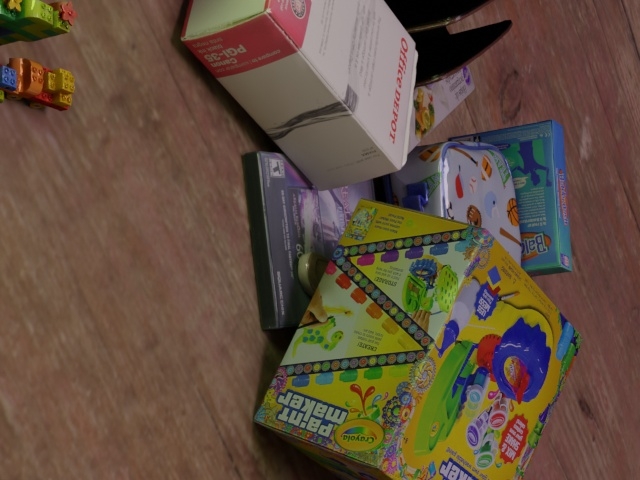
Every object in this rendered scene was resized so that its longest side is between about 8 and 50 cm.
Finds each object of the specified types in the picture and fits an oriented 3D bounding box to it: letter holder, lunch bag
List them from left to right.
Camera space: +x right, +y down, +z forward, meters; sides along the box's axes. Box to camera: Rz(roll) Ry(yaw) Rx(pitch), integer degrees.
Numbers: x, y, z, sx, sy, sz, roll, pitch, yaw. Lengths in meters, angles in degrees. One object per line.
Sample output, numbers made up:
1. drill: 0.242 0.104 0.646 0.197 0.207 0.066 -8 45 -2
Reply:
1. lunch bag: 0.170 0.010 1.990 0.243 0.115 0.303 -5 88 -59
2. letter holder: 0.181 -0.314 1.987 0.302 0.214 0.152 -42 119 -57

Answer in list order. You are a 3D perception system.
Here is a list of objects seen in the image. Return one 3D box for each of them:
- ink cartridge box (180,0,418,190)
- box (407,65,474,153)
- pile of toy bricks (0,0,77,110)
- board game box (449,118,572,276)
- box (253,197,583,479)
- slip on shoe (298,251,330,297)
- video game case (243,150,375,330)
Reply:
1. ink cartridge box: -0.014 -0.219 1.682 0.283 0.117 0.207 47 39 -41
2. box: 0.124 -0.177 1.980 0.324 0.067 0.063 -45 120 -62
3. pile of toy bricks: -0.255 -0.179 1.269 0.212 0.105 0.118 17 68 -59
4. board game box: 0.264 -0.052 2.125 0.047 0.160 0.210 21 65 -59
5. box: 0.118 0.153 1.701 0.290 0.177 0.279 42 70 -49
6. slip on shoe: 0.021 0.054 1.724 0.135 0.041 0.051 49 42 -45
7. video game case: 0.000 0.000 1.772 0.274 0.026 0.196 0 83 -60
